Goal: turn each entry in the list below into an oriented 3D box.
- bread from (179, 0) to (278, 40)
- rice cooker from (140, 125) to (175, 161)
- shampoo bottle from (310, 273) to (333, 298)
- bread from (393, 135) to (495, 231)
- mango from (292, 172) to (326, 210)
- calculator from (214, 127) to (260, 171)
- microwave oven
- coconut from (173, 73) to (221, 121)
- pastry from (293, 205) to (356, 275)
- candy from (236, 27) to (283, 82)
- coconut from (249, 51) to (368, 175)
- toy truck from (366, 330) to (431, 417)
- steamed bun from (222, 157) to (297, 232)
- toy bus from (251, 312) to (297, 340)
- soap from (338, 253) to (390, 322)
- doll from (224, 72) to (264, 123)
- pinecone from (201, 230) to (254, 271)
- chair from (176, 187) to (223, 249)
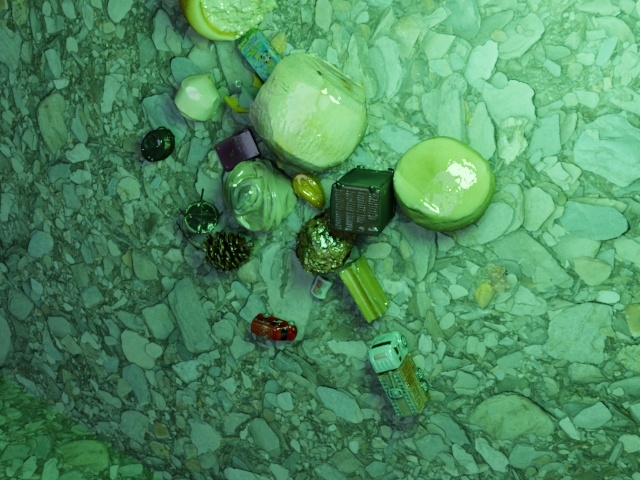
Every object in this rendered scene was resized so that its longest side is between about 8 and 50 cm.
[{"bbox_3d":[-0.309,-0.907,1.727,0.424,0.329,0.245,-49,43,29],"label":"bread"},{"bbox_3d":[-0.686,-0.403,2.111,0.112,0.106,0.165,52,130,6],"label":"rice cooker"},{"bbox_3d":[0.003,0.190,2.023,0.072,0.043,0.099,32,117,12],"label":"shampoo bottle"},{"bbox_3d":[0.395,-0.176,1.623,0.321,0.237,0.320,1,95,16],"label":"bread"},{"bbox_3d":[-0.041,-0.197,1.905,0.101,0.066,0.187,-36,95,22],"label":"mango"},{"bbox_3d":[-0.336,-0.358,2.006,0.191,0.034,0.126,-20,99,29],"label":"calculator"},{"bbox_3d":[0.145,-0.141,1.702,0.188,0.247,0.177,12,115,20],"label":"microwave oven"},{"bbox_3d":[-0.465,-0.556,1.928,0.171,0.171,0.183,48,122,3],"label":"coconut"},{"bbox_3d":[0.000,0.000,1.843,0.275,0.193,0.274,-16,67,44],"label":"pastry"},{"bbox_3d":[-0.208,-0.667,1.828,0.097,0.062,0.194,-39,87,30],"label":"candy"},{"bbox_3d":[-0.040,-0.395,1.664,0.405,0.405,0.404,8,110,22],"label":"coconut"},{"bbox_3d":[0.296,0.519,1.929,0.136,0.162,0.305,-24,96,29],"label":"toy truck"},{"bbox_3d":[-0.250,-0.163,1.932,0.280,0.207,0.268,46,119,3],"label":"steamed bun"},{"bbox_3d":[-0.198,0.379,2.152,0.195,0.089,0.081,14,112,20],"label":"toy bus"},{"bbox_3d":[0.168,0.181,1.893,0.076,0.135,0.233,-26,95,29],"label":"soap"},{"bbox_3d":[-0.222,-0.472,1.878,0.146,0.103,0.316,-36,95,25],"label":"doll"},{"bbox_3d":[-0.379,0.045,2.078,0.213,0.185,0.168,2,84,5],"label":"pinecone"},{"bbox_3d":[-0.515,-0.090,2.122,0.160,0.170,0.326,47,163,0],"label":"chair"}]
